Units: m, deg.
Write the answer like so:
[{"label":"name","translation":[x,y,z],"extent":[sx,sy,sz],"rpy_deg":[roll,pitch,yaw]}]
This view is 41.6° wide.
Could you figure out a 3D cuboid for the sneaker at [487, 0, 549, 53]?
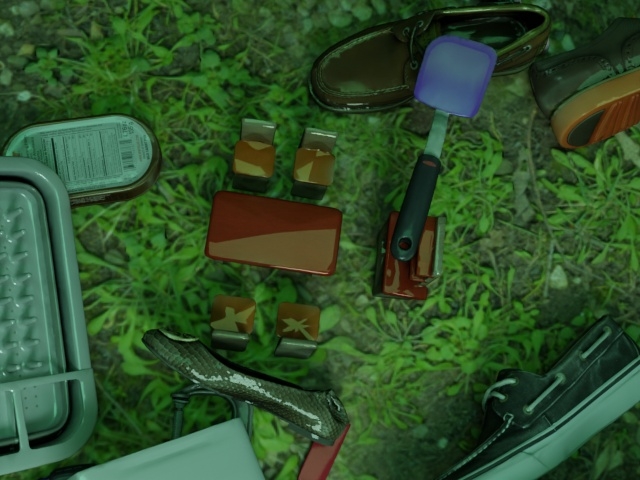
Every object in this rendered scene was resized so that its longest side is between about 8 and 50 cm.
[{"label":"sneaker","translation":[0.252,-0.288,1.129],"extent":[0.057,0.047,0.119],"rpy_deg":[-35,82,-3]}]

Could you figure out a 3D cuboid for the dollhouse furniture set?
[{"label":"dollhouse furniture set","translation":[0.000,0.000,0.971],"extent":[0.259,0.135,0.262],"rpy_deg":[8,75,-6]}]

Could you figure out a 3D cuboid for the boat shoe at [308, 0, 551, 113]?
[{"label":"boat shoe","translation":[0.132,-0.242,1.052],"extent":[0.307,0.104,0.110],"rpy_deg":[-16,85,-2]}]

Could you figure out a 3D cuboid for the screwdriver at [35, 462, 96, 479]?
[{"label":"screwdriver","translation":[-0.327,0.272,0.919],"extent":[0.170,0.024,0.025],"rpy_deg":[-14,50,-9]}]

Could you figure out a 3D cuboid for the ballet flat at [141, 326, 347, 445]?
[{"label":"ballet flat","translation":[-0.078,0.151,0.936],"extent":[0.250,0.084,0.058],"rpy_deg":[28,93,-8]}]

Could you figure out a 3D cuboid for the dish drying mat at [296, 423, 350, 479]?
[{"label":"dish drying mat","translation":[0.004,0.245,0.977],"extent":[0.032,0.008,0.083],"rpy_deg":[27,73,0]}]

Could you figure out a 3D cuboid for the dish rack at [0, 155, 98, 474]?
[{"label":"dish rack","translation":[-0.388,0.080,0.869],"extent":[0.285,0.072,0.332],"rpy_deg":[-4,83,-43]}]

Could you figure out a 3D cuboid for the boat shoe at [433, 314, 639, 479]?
[{"label":"boat shoe","translation":[0.241,0.203,0.978],"extent":[0.335,0.121,0.119],"rpy_deg":[-29,73,-24]}]

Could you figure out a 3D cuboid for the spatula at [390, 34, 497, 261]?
[{"label":"spatula","translation":[0.127,-0.108,0.947],"extent":[0.084,0.030,0.296],"rpy_deg":[19,64,1]}]

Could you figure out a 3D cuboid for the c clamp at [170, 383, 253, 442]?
[{"label":"c clamp","translation":[-0.145,0.233,0.952],"extent":[0.137,0.022,0.160],"rpy_deg":[11,74,-6]}]

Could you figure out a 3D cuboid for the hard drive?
[{"label":"hard drive","translation":[-0.109,0.351,0.843],"extent":[0.203,0.040,0.307],"rpy_deg":[-10,71,-43]}]

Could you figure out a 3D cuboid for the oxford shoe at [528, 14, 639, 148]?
[{"label":"oxford shoe","translation":[0.446,-0.252,1.084],"extent":[0.364,0.130,0.132],"rpy_deg":[-22,64,-3]}]

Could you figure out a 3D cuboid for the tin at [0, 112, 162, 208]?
[{"label":"tin","translation":[-0.286,-0.096,1.009],"extent":[0.190,0.040,0.106],"rpy_deg":[-10,73,-10]}]
